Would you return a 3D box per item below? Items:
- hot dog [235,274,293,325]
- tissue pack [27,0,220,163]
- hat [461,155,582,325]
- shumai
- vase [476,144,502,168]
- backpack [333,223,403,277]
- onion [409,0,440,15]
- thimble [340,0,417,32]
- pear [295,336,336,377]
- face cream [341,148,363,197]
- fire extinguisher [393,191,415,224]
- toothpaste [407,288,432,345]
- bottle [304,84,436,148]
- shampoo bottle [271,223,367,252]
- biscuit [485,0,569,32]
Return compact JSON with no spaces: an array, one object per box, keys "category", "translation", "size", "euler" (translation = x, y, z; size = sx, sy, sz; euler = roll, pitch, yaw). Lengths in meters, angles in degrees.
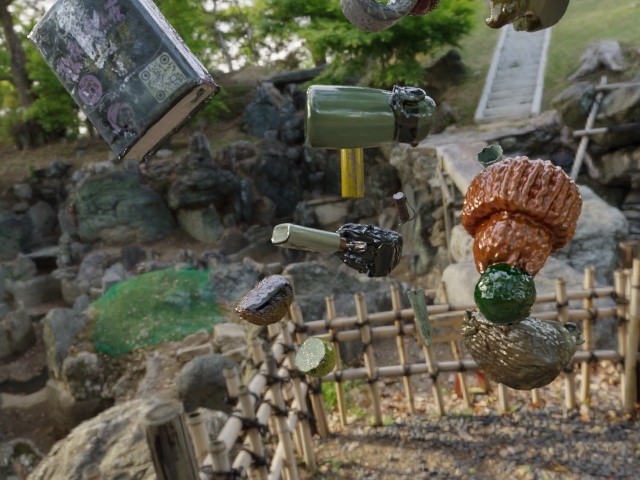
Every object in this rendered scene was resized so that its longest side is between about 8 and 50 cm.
[{"category":"hot dog","translation":[-0.191,0.210,1.964],"size":[0.160,0.099,0.226],"euler":[24,39,29]},{"category":"tissue pack","translation":[-0.420,-0.380,1.211],"size":[0.259,0.361,0.122],"euler":[-41,-7,13]},{"category":"hat","translation":[0.464,0.023,1.341],"size":[0.285,0.401,0.285],"euler":[9,-23,4]},{"category":"shumai","translation":[0.597,0.267,1.638],"size":[0.283,0.217,0.346],"euler":[-21,15,-19]},{"category":"vase","translation":[0.543,-0.215,1.766],"size":[0.081,0.149,0.081],"euler":[-21,41,20]},{"category":"backpack","translation":[0.161,0.031,2.104],"size":[0.258,0.206,0.133],"euler":[18,31,19]},{"category":"onion","translation":[0.326,-0.893,1.930],"size":[0.252,0.252,0.219],"euler":[-15,-2,-29]},{"category":"thimble","translation":[0.161,-0.713,1.600],"size":[0.205,0.237,0.172],"euler":[-2,8,-15]},{"category":"pear","translation":[-0.007,0.402,1.936],"size":[0.141,0.104,0.141],"euler":[-25,42,25]},{"category":"face cream","translation":[0.110,-0.287,1.991],"size":[0.078,0.274,0.078],"euler":[-1,6,0]},{"category":"fire extinguisher","translation":[0.340,-0.124,2.319],"size":[0.078,0.157,0.045],"euler":[-6,43,19]},{"category":"toothpaste","translation":[0.420,0.319,2.357],"size":[0.067,0.256,0.037],"euler":[-13,14,18]},{"category":"bottle","translation":[0.132,-0.328,1.525],"size":[0.346,0.169,0.168],"euler":[-1,12,-4]},{"category":"shampoo bottle","translation":[0.000,0.000,1.781],"size":[0.284,0.071,0.153],"euler":[8,-8,-26]},{"category":"biscuit","translation":[0.410,-0.505,1.093],"size":[0.078,0.329,0.335],"euler":[22,70,32]}]
